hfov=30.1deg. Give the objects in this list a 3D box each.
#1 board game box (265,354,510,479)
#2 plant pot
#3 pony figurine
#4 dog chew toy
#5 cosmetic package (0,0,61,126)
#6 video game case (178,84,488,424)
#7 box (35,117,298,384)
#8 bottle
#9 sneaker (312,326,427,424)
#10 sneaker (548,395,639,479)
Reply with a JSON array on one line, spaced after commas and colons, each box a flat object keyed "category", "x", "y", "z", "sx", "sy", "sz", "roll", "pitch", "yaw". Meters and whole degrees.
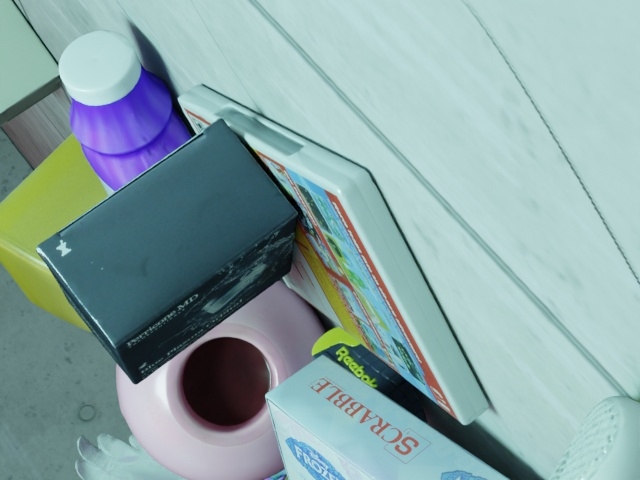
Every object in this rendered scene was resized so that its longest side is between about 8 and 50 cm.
[{"category": "board game box", "x": 0.107, "y": 0.282, "z": 0.897, "sx": 0.319, "sy": 0.066, "sz": 0.318, "roll": 30, "pitch": 144, "yaw": 41}, {"category": "plant pot", "x": -0.263, "y": 0.010, "z": 1.503, "sx": 0.187, "sy": 0.212, "sz": 0.212, "roll": 35, "pitch": 161, "yaw": 23}, {"category": "pony figurine", "x": -0.131, "y": 0.282, "z": 1.693, "sx": 0.351, "sy": 0.302, "sz": 0.363, "roll": 20, "pitch": 159, "yaw": 5}, {"category": "dog chew toy", "x": -0.094, "y": 0.129, "z": 1.201, "sx": 0.206, "sy": 0.207, "sz": 0.332, "roll": 54, "pitch": 176, "yaw": -1}, {"category": "cosmetic package", "x": -0.492, "y": -0.319, "z": 1.644, "sx": 0.309, "sy": 0.113, "sz": 0.160, "roll": 56, "pitch": 168, "yaw": -6}, {"category": "video game case", "x": 0.000, "y": 0.000, "z": 0.862, "sx": 0.285, "sy": 0.025, "sz": 0.204, "roll": 34, "pitch": 157, "yaw": 58}, {"category": "box", "x": -0.105, "y": 0.014, "z": 0.863, "sx": 0.093, "sy": 0.156, "sz": 0.158, "roll": 51, "pitch": 167, "yaw": 11}, {"category": "bottle", "x": -0.166, "y": -0.080, "z": 1.107, "sx": 0.118, "sy": 0.092, "sz": 0.283, "roll": 46, "pitch": 166, "yaw": 29}, {"category": "sneaker", "x": 0.048, "y": 0.133, "z": 0.993, "sx": 0.144, "sy": 0.053, "sz": 0.059, "roll": 53, "pitch": 172, "yaw": 42}, {"category": "sneaker", "x": 0.164, "y": 0.156, "z": 0.584, "sx": 0.126, "sy": 0.091, "sz": 0.240, "roll": 31, "pitch": 161, "yaw": 15}]
